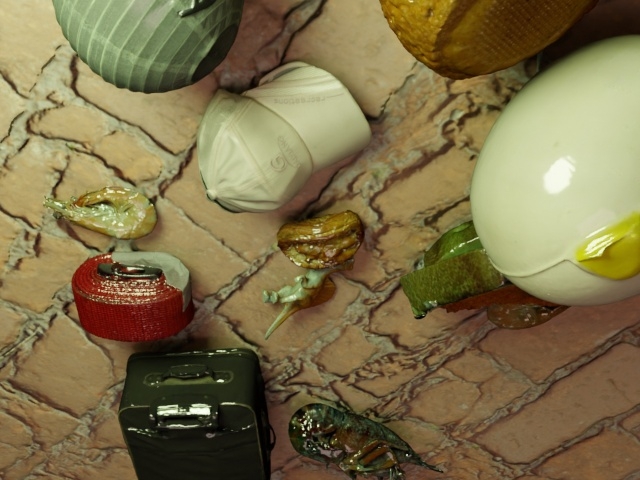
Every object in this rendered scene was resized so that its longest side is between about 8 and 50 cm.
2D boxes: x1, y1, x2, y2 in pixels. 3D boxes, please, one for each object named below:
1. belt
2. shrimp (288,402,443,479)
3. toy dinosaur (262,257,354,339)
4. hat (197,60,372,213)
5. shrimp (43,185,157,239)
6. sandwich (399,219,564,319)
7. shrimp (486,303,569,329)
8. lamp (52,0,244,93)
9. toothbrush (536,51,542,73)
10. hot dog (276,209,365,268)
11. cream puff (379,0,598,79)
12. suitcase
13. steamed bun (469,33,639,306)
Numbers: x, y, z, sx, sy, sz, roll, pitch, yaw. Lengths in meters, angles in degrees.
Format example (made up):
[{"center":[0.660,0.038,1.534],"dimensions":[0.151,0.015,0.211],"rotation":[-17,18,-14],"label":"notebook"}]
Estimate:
[{"center":[-0.313,0.086,1.336],"dimensions":[0.201,0.128,0.124],"rotation":[1,133,-1],"label":"belt"},{"center":[0.087,0.448,1.684],"dimensions":[0.372,0.137,0.172],"rotation":[34,160,-19],"label":"shrimp"},{"center":[-0.028,0.094,1.413],"dimensions":[0.142,0.057,0.212],"rotation":[-7,147,-21],"label":"toy dinosaur"},{"center":[-0.046,-0.125,1.149],"dimensions":[0.226,0.164,0.219],"rotation":[-5,137,32],"label":"hat"},{"center":[-0.351,-0.048,1.272],"dimensions":[0.180,0.041,0.099],"rotation":[11,130,-10],"label":"shrimp"},{"center":[0.304,0.032,1.294],"dimensions":[0.301,0.162,0.250],"rotation":[0,166,-23],"label":"sandwich"},{"center":[0.404,0.106,1.424],"dimensions":[0.217,0.051,0.115],"rotation":[-19,136,15],"label":"shrimp"},{"center":[-0.202,-0.294,0.922],"dimensions":[0.233,0.265,0.233],"rotation":[0,92,-7],"label":"lamp"},{"center":[0.307,-0.290,1.084],"dimensions":[0.019,0.016,0.219],"rotation":[-7,132,3],"label":"toothbrush"},{"center":[-0.001,-0.003,1.306],"dimensions":[0.147,0.065,0.099],"rotation":[-11,139,6],"label":"hot dog"},{"center":[0.191,-0.337,0.900],"dimensions":[0.303,0.212,0.303],"rotation":[-22,159,-9],"label":"cream puff"},{"center":[-0.228,0.388,1.565],"dimensions":[0.283,0.194,0.433],"rotation":[-2,132,1],"label":"suitcase"},{"center":[0.370,-0.090,1.043],"dimensions":[0.334,0.334,0.374],"rotation":[39,84,-30],"label":"steamed bun"}]
